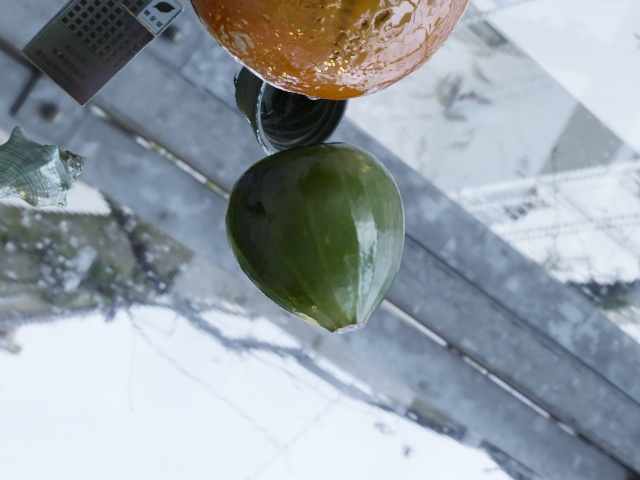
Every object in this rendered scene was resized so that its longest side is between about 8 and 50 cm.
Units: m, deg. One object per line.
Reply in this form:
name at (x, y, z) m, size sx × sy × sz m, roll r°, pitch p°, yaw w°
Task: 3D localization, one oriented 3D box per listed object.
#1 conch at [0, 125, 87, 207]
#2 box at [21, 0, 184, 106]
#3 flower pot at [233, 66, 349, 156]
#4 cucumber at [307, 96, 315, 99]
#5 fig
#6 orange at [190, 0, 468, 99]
conch at (-0.447, -0.115, 2.008) m, size 0.137 × 0.233 × 0.114 m, roll 48°, pitch -63°, yaw 40°
box at (-0.463, -0.451, 2.822) m, size 0.325 × 0.180 × 0.047 m, roll -39°, pitch -159°, yaw 21°
flower pot at (-0.070, -0.276, 2.504) m, size 0.140 × 0.235 × 0.235 m, roll 28°, pitch -97°, yaw 42°
cucumber at (-0.084, -0.342, 2.147) m, size 0.056 × 0.284 × 0.056 m, roll -34°, pitch 174°, yaw -4°
fig at (0.000, 0.000, 2.145) m, size 0.316 × 0.316 × 0.316 m, roll -34°, pitch -144°, yaw 30°
orange at (0.014, -0.400, 1.746) m, size 0.424 × 0.424 × 0.326 m, roll -58°, pitch -167°, yaw -6°
